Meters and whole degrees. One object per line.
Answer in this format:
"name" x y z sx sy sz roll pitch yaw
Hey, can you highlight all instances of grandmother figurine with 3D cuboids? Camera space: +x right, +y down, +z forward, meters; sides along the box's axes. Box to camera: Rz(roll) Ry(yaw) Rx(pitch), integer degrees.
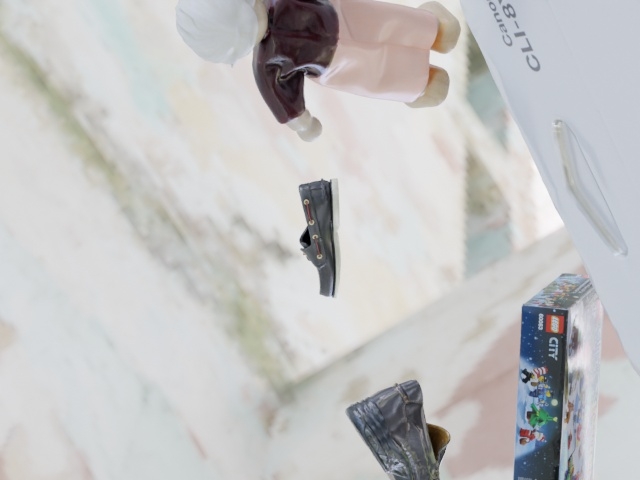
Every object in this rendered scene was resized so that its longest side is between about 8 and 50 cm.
"grandmother figurine" -0.007 -0.208 1.893 0.342 0.104 0.208 8 -94 -41

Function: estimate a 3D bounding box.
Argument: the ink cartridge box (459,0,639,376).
"ink cartridge box" 0.309 -0.118 0.985 0.279 0.384 0.160 62 159 -12

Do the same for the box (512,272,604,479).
"box" 0.216 0.157 1.634 0.159 0.044 0.233 -25 -62 -67

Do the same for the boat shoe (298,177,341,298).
"boat shoe" 0.000 -0.001 1.736 0.049 0.042 0.133 -98 3 -54

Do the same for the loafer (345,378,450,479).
"loafer" 0.080 0.174 1.442 0.062 0.061 0.170 54 176 41
